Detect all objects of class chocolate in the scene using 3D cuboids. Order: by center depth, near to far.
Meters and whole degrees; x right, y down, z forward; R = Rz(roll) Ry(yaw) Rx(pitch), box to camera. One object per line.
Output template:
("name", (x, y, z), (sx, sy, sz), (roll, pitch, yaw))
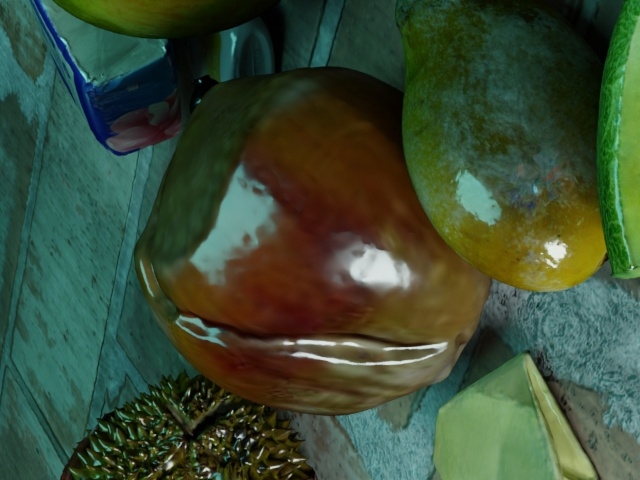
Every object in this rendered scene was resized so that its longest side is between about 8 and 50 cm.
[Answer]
("chocolate", (-0.089, -0.153, 1.602), (0.070, 0.147, 0.072), (4, 94, 59))

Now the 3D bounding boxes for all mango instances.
("mango", (0.162, -0.104, 1.211), (0.146, 0.193, 0.316), (66, -178, -68))

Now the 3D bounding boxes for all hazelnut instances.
("hazelnut", (0.000, 0.000, 1.377), (0.372, 0.315, 0.372), (18, 130, 23))

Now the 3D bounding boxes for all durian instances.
("durian", (-0.157, 0.346, 1.686), (0.348, 0.348, 0.384), (13, 97, 54))

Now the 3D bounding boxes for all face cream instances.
("face cream", (-0.156, -0.267, 1.730), (0.291, 0.071, 0.143), (42, 142, 43))

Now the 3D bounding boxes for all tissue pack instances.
("tissue pack", (-0.260, -0.244, 1.699), (0.209, 0.137, 0.269), (59, 171, 12))

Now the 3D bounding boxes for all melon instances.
("melon", (0.284, -0.133, 1.070), (0.124, 0.196, 0.323), (4, 95, 25))

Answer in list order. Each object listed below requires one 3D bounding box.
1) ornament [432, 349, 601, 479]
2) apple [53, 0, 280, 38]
("ornament", (0.188, 0.191, 1.359), (0.201, 0.059, 0.180), (26, 116, 53))
("apple", (-0.164, -0.373, 1.442), (0.340, 0.340, 0.339), (20, 115, 53))
